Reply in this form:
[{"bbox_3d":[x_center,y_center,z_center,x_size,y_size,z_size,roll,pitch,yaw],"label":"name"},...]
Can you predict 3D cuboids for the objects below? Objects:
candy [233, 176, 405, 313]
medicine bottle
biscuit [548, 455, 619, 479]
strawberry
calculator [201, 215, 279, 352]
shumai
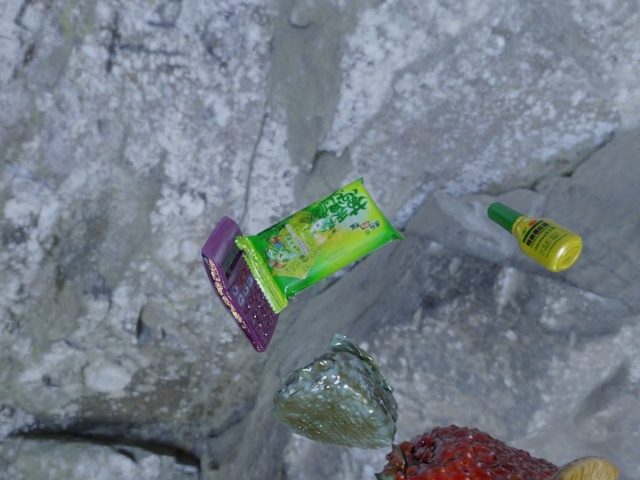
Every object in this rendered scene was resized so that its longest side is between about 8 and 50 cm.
[{"bbox_3d":[0.000,0.000,0.784,0.102,0.178,0.032,58,169,21],"label":"candy"},{"bbox_3d":[0.466,-0.019,1.496,0.095,0.064,0.260,-50,34,4],"label":"medicine bottle"},{"bbox_3d":[0.251,0.331,0.708,0.033,0.144,0.224,-1,64,52],"label":"biscuit"},{"bbox_3d":[0.279,0.445,1.117,0.312,0.350,0.268,134,136,-74],"label":"strawberry"},{"bbox_3d":[-0.120,0.068,1.018,0.034,0.191,0.127,-18,23,18],"label":"calculator"},{"bbox_3d":[0.037,0.191,0.902,0.184,0.184,0.142,-49,15,49],"label":"shumai"}]
